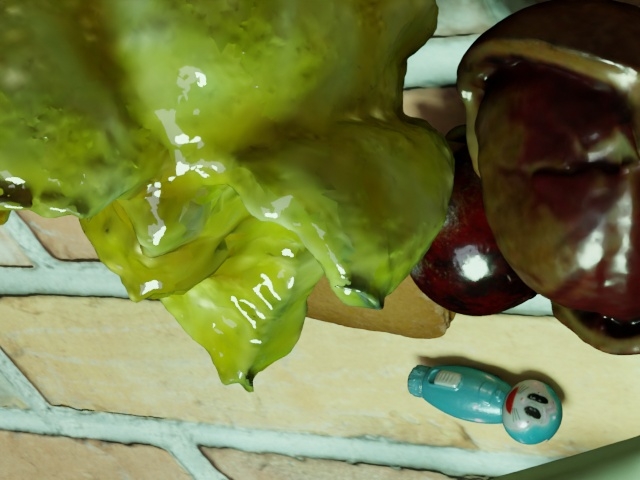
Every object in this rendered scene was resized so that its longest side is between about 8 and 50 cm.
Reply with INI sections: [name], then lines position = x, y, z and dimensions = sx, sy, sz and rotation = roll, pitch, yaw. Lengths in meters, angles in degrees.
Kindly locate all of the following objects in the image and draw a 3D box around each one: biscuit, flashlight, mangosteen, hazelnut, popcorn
[biscuit]
position = 0.000, 0.000, 1.296
dimensions = 0.192, 0.036, 0.186
rotation = 10, 141, 28
[flashlight]
position = 0.128, 0.126, 1.353
dimensions = 0.129, 0.051, 0.051
rotation = 11, 143, 34
[mangosteen]
position = 0.100, -0.019, 1.118
dimensions = 0.140, 0.140, 0.140
rotation = 21, 147, 15
[hazelnut]
position = 0.159, -0.044, 0.981
dimensions = 0.201, 0.160, 0.170
rotation = 42, 133, -12
[popcorn]
position = -0.044, -0.085, 0.986
dimensions = 0.325, 0.290, 0.321
rotation = 32, 174, 43

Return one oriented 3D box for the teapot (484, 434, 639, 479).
[teapot]
position = 0.246, 0.100, 1.022
dimensions = 0.149, 0.318, 0.220
rotation = -137, 49, -56
